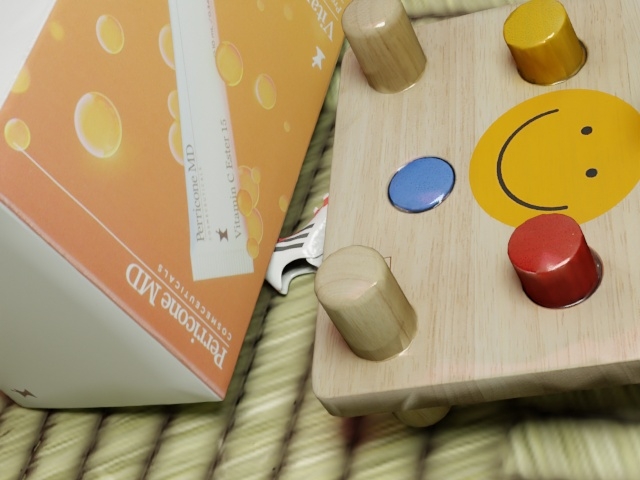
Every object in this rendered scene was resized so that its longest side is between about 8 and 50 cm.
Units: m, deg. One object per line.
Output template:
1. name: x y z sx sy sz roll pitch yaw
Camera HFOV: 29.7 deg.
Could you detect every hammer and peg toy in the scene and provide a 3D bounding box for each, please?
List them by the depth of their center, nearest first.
1. hammer and peg toy: 0.113 0.007 0.598 0.266 0.127 0.361 -9 51 20

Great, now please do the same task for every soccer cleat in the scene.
1. soccer cleat: 0.000 0.000 0.731 0.083 0.029 0.035 -34 55 3

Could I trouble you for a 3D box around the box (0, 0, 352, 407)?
1. box: -0.129 -0.100 0.732 0.168 0.215 0.345 -7 52 33
